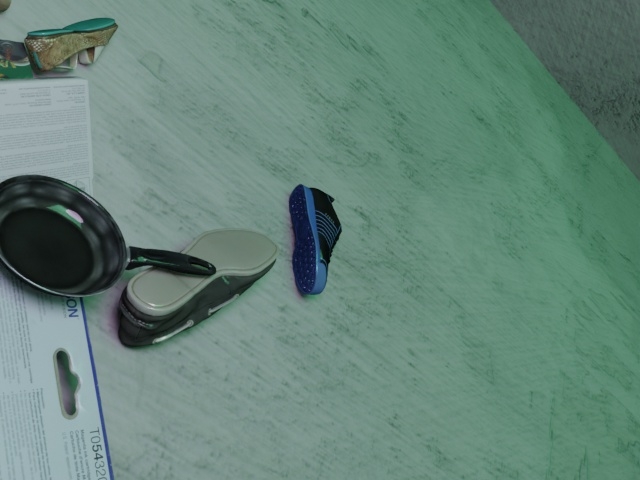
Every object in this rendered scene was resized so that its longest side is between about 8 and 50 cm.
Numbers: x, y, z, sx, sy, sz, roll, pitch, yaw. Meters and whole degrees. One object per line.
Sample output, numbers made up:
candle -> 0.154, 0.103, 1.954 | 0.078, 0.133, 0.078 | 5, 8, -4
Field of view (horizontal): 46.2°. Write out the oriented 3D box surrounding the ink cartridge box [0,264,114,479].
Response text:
ink cartridge box -> -0.423, 0.187, 0.877 | 0.330, 0.071, 0.324 | 5, 64, -48

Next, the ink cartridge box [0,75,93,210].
ink cartridge box -> -0.407, -0.111, 1.045 | 0.181, 0.056, 0.225 | -18, 117, -48

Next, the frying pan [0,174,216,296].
frying pan -> -0.313, -0.007, 1.045 | 0.326, 0.053, 0.197 | -6, 59, -54

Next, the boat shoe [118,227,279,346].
boat shoe -> -0.193, 0.067, 1.187 | 0.112, 0.095, 0.335 | 40, 33, 15

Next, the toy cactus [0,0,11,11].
toy cactus -> -0.524, -0.366, 1.073 | 0.219, 0.112, 0.180 | 43, 10, 19

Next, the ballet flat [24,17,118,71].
ballet flat -> -0.395, -0.312, 1.202 | 0.206, 0.073, 0.067 | -44, 138, -58

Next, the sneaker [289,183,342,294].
sneaker -> 0.000, 0.000, 1.419 | 0.090, 0.081, 0.232 | 15, 56, -33

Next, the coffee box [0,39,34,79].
coffee box -> -0.463, -0.205, 1.082 | 0.113, 0.040, 0.184 | -4, 71, -48
